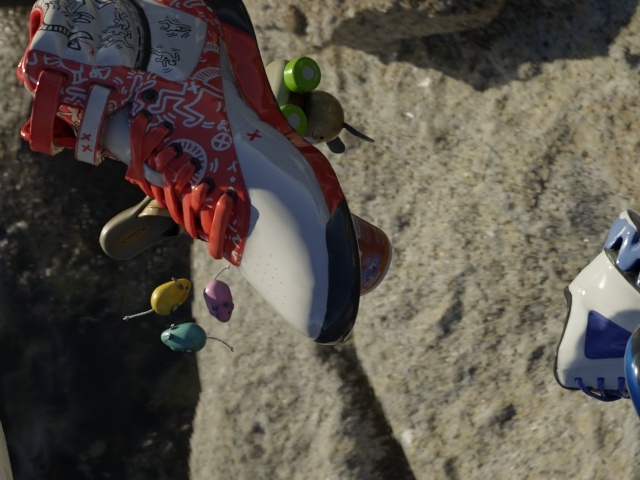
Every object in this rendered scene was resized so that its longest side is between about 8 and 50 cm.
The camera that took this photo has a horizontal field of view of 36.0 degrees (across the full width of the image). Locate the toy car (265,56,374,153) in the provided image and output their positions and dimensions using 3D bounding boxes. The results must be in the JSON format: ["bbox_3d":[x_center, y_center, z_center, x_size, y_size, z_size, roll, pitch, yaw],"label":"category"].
[{"bbox_3d":[-0.018,-0.173,1.483,0.155,0.188,0.149,-6,64,55],"label":"toy car"}]

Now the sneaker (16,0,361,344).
[{"bbox_3d":[-0.086,-0.045,0.551,0.090,0.145,0.270,111,143,-46],"label":"sneaker"}]

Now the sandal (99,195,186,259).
[{"bbox_3d":[-0.180,-0.029,1.131,0.180,0.072,0.049,-37,37,15],"label":"sandal"}]

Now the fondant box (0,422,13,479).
[{"bbox_3d":[-0.332,0.178,0.518,0.238,0.330,0.096,-146,40,-64],"label":"fondant box"}]

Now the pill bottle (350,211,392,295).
[{"bbox_3d":[0.000,0.000,1.501,0.121,0.216,0.121,-22,56,37],"label":"pill bottle"}]

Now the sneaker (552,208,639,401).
[{"bbox_3d":[0.365,0.139,1.064,0.182,0.127,0.316,-46,54,26],"label":"sneaker"}]

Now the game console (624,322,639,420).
[{"bbox_3d":[0.282,0.101,0.429,0.173,0.293,0.250,-25,87,29],"label":"game console"}]

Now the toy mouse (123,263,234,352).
[{"bbox_3d":[-0.166,0.099,1.336,0.161,0.031,0.143,-38,63,-17],"label":"toy mouse"}]
